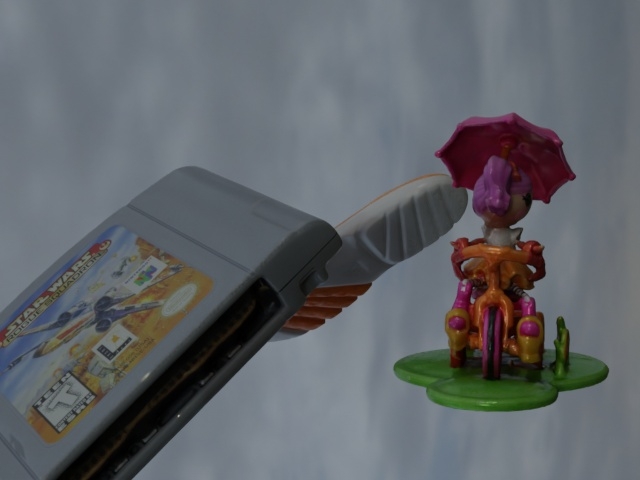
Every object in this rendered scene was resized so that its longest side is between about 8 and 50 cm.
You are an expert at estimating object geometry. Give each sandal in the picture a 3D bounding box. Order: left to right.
[{"bbox_3d":[0.007,0.003,0.921,0.102,0.265,0.076,27,-141,-47],"label":"sandal"}]

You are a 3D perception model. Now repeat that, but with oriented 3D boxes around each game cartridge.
[{"bbox_3d":[-0.144,0.070,0.734,0.297,0.198,0.062,-45,-50,-16],"label":"game cartridge"}]

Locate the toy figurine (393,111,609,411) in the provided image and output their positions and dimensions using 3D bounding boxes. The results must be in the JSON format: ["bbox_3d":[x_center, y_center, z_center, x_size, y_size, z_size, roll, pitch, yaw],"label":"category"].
[{"bbox_3d":[0.102,0.005,0.642,0.173,0.130,0.159,-18,-73,-75],"label":"toy figurine"}]
